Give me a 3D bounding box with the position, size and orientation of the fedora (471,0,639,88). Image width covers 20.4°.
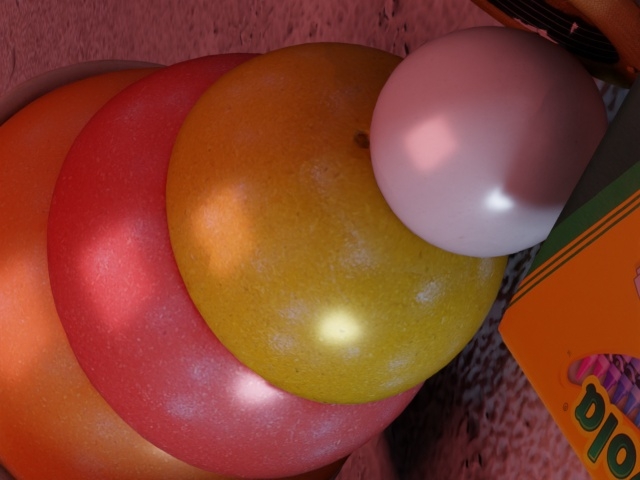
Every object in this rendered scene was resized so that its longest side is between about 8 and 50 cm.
[{"bbox_3d":[0.118,-0.150,0.879,0.079,0.194,0.194,-53,24,-1],"label":"fedora"}]

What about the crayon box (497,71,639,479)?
[{"bbox_3d":[0.187,0.056,0.701,0.165,0.081,0.278,-64,31,24],"label":"crayon box"}]

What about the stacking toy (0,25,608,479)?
[{"bbox_3d":[0.000,0.000,1.043,0.480,0.350,0.351,-23,70,52],"label":"stacking toy"}]
